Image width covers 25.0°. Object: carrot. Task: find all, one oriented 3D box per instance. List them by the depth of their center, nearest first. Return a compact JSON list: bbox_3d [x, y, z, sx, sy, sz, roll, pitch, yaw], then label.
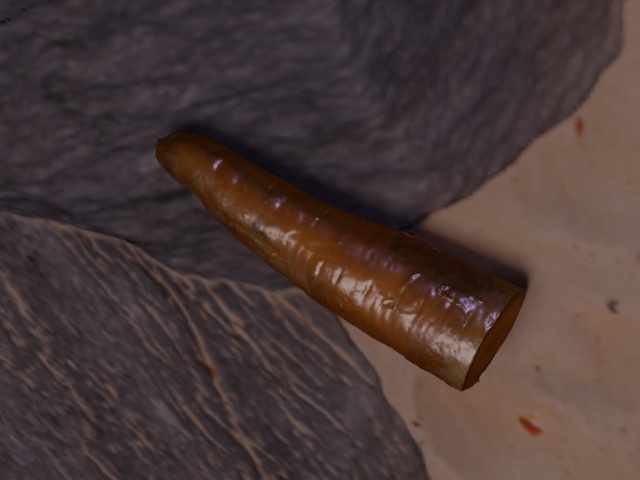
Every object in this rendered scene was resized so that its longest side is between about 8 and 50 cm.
[{"bbox_3d":[0.000,0.000,0.741,0.210,0.061,0.061,30,136,13],"label":"carrot"}]
